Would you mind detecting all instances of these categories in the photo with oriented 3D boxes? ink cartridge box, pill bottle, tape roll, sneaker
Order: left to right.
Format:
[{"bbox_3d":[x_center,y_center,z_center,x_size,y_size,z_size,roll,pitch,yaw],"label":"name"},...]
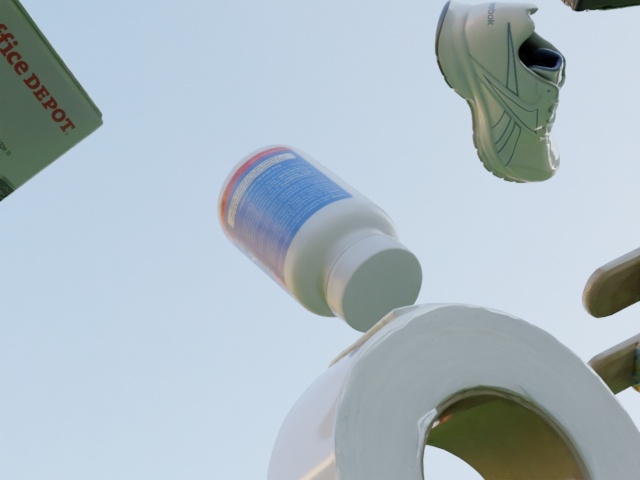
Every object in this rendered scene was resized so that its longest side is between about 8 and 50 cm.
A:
[{"bbox_3d":[-0.360,-0.111,1.222,0.273,0.114,0.197,-36,-45,-4],"label":"ink cartridge box"},{"bbox_3d":[0.000,0.000,1.360,0.124,0.221,0.124,-16,-57,-26],"label":"pill bottle"},{"bbox_3d":[0.106,0.187,0.962,0.286,0.286,0.100,16,-36,-25],"label":"tape roll"},{"bbox_3d":[0.240,-0.170,1.666,0.129,0.111,0.297,-3,-36,29],"label":"sneaker"}]

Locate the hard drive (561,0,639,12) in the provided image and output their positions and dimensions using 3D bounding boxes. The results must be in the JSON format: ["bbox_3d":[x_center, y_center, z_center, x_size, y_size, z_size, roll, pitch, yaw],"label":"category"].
[{"bbox_3d":[0.267,-0.352,1.426,0.237,0.339,0.064,-12,-46,-26],"label":"hard drive"}]

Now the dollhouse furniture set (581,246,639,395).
[{"bbox_3d":[0.417,0.260,1.528,0.257,0.362,0.394,-23,-52,-27],"label":"dollhouse furniture set"}]
